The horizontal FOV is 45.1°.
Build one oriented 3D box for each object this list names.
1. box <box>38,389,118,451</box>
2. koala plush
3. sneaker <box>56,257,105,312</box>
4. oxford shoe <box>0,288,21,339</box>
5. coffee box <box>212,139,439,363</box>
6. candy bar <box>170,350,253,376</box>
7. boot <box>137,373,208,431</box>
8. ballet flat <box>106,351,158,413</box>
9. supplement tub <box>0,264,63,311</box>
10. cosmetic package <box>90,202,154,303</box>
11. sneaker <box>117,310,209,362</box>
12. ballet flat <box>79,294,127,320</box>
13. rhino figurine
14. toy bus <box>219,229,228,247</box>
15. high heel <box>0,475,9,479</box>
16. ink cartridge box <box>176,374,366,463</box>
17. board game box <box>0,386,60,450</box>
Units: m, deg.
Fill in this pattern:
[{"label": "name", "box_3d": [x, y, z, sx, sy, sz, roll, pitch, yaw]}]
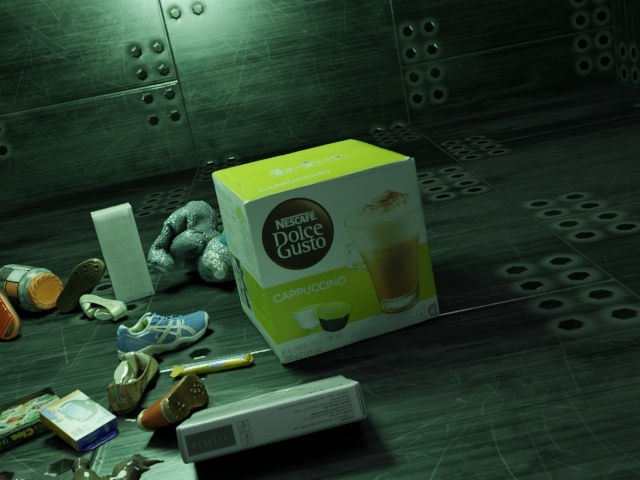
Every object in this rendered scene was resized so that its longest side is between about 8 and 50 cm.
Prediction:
[{"label": "box", "box_3d": [-0.415, 0.312, 1.332, 0.136, 0.028, 0.081, 18, 33, 38]}, {"label": "koala plush", "box_3d": [-0.283, 0.028, 1.961, 0.221, 0.203, 0.196, 32, 14, 26]}, {"label": "sneaker", "box_3d": [-0.599, 0.104, 1.953, 0.188, 0.066, 0.071, -42, -1, 22]}, {"label": "oxford shoe", "box_3d": [-0.807, 0.162, 1.931, 0.271, 0.096, 0.098, 35, 6, 34]}, {"label": "coffee box", "box_3d": [0.000, 0.000, 1.585, 0.338, 0.334, 0.338, -16, 18, -13]}, {"label": "candy bar", "box_3d": [-0.207, 0.240, 1.487, 0.162, 0.018, 0.040, -11, 17, 3]}, {"label": "boot", "box_3d": [-0.254, 0.280, 1.326, 0.085, 0.059, 0.158, -31, -3, 18]}, {"label": "ballet flat", "box_3d": [-0.355, 0.250, 1.461, 0.073, 0.067, 0.206, -12, 17, 1]}, {"label": "supplement tub", "box_3d": [-0.768, 0.126, 2.027, 0.190, 0.117, 0.117, 4, 23, 39]}, {"label": "cosmetic package", "box_3d": [-0.498, 0.034, 1.945, 0.099, 0.239, 0.060, -16, 17, -15]}, {"label": "sneaker", "box_3d": [-0.327, 0.188, 1.618, 0.211, 0.081, 0.080, -22, 18, -35]}, {"label": "ballet flat", "box_3d": [-0.541, 0.165, 1.872, 0.168, 0.057, 0.052, 1, 33, 36]}, {"label": "rhino figurine", "box_3d": [-0.339, 0.361, 1.095, 0.243, 0.073, 0.106, -16, 14, -20]}, {"label": "toy bus", "box_3d": [-0.160, 0.066, 1.867, 0.191, 0.104, 0.202, 37, 9, 29]}, {"label": "high heel", "box_3d": [-0.603, 0.434, 1.029, 0.377, 0.127, 0.181, -14, 41, -16]}, {"label": "ink cartridge box", "box_3d": [-0.078, 0.278, 1.226, 0.275, 0.060, 0.239, -13, -7, -5]}, {"label": "board game box", "box_3d": [-0.594, 0.343, 1.381, 0.260, 0.030, 0.136, -20, 22, -28]}]
